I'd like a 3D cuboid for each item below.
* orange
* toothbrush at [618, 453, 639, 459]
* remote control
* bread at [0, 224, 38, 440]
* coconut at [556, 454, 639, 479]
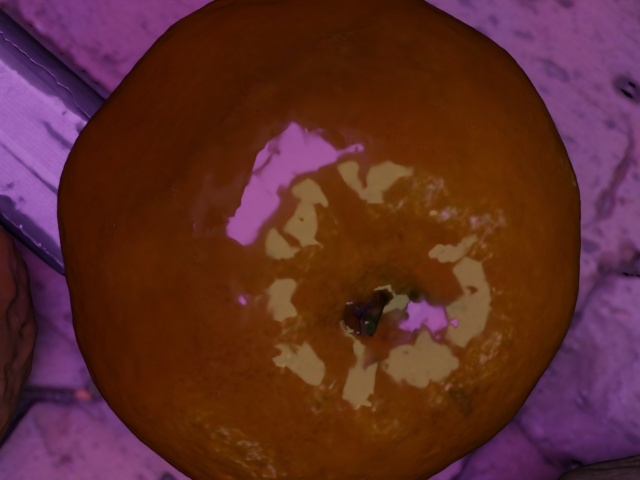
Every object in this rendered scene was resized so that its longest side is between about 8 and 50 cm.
[{"bbox_3d":[0.000,0.000,0.607,0.279,0.235,0.279,-5,109,-16],"label":"orange"},{"bbox_3d":[0.072,0.165,0.706,0.297,0.030,0.030,-9,62,1],"label":"toothbrush"},{"bbox_3d":[-0.191,-0.070,0.704,0.247,0.052,0.104,40,88,-2],"label":"remote control"},{"bbox_3d":[-0.287,0.058,0.649,0.244,0.134,0.244,0,96,0],"label":"bread"},{"bbox_3d":[0.205,0.231,0.617,0.235,0.204,0.236,-1,69,3],"label":"coconut"}]
